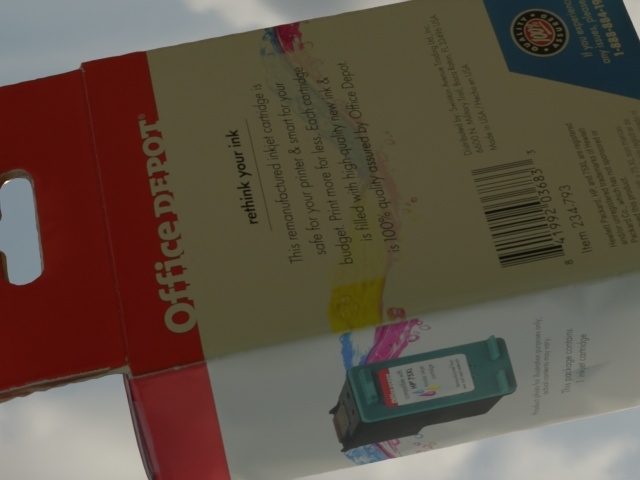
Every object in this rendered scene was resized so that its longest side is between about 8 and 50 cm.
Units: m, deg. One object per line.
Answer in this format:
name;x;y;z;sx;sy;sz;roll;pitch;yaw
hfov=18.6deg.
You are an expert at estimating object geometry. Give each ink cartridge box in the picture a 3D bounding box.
ink cartridge box;0.000;0.000;0.638;0.231;0.078;0.134;-11;-130;-3
